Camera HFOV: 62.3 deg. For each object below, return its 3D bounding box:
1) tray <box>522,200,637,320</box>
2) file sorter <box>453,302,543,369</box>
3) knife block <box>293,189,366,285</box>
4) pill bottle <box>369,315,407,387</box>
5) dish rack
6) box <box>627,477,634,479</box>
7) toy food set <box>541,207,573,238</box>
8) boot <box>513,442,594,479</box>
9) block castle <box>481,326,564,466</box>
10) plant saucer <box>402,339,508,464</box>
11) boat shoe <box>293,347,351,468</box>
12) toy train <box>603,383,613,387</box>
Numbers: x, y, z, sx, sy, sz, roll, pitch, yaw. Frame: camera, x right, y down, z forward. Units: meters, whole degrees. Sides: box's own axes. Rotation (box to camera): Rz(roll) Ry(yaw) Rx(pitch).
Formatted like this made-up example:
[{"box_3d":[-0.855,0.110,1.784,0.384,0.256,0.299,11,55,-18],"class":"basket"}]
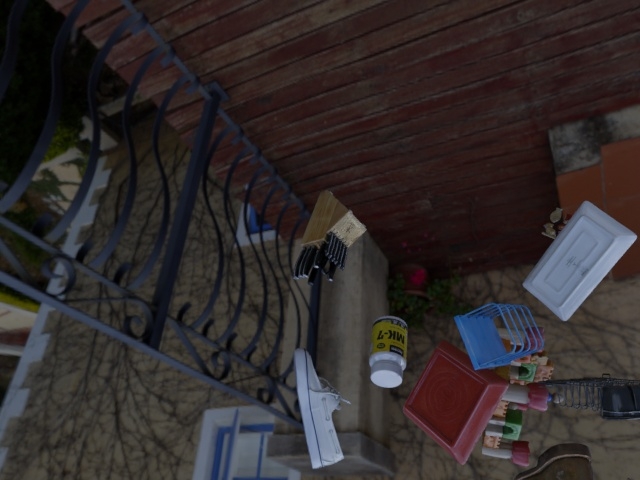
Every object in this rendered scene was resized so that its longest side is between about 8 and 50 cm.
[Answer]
[{"box_3d":[0.609,0.053,1.276,0.030,0.145,0.270,-3,130,-42],"class":"tray"},{"box_3d":[0.394,0.204,1.155,0.104,0.118,0.170,-33,153,33],"class":"file sorter"},{"box_3d":[0.000,0.000,1.519,0.242,0.276,0.088,-43,121,3],"class":"knife block"},{"box_3d":[0.219,0.357,1.707,0.119,0.209,0.119,6,134,6],"class":"pill bottle"},{"box_3d":[0.635,0.341,1.179,0.208,0.074,0.271,2,169,-15],"class":"dish rack"},{"box_3d":[0.676,0.577,0.929,0.299,0.154,0.142,34,169,-2],"class":"box"},{"box_3d":[0.672,-0.039,1.485,0.078,0.122,0.019,28,146,31],"class":"toy food set"},{"box_3d":[0.472,0.528,1.078,0.112,0.115,0.305,2,138,2],"class":"boot"},{"box_3d":[0.672,0.522,1.783,0.212,0.303,0.453,5,134,15],"class":"block castle"},{"box_3d":[0.361,0.443,1.498,0.047,0.259,0.259,27,-178,-36],"class":"plant saucer"},{"box_3d":[0.014,0.508,1.649,0.156,0.367,0.136,-10,171,-7],"class":"boat shoe"},{"box_3d":[0.790,0.420,1.342,0.027,0.158,0.036,-10,123,-33],"class":"toy train"}]
